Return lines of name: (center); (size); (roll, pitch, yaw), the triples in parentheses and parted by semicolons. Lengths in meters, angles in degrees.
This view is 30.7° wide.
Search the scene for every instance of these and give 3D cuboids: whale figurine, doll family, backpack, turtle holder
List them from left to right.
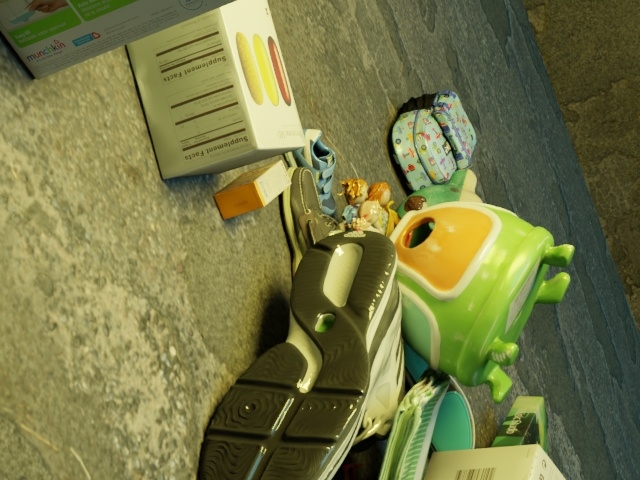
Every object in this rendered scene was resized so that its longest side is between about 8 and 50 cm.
doll family: (0.071, -0.012, 1.739); (0.263, 0.118, 0.163); (-9, 102, -62)
backpack: (0.199, -0.170, 2.091); (0.158, 0.117, 0.173); (63, 29, -21)
whale figurine: (0.192, -0.030, 1.967); (0.272, 0.141, 0.216); (-69, 177, -67)
turtle holder: (0.208, 0.068, 1.624); (0.243, 0.228, 0.320); (-64, 163, 4)

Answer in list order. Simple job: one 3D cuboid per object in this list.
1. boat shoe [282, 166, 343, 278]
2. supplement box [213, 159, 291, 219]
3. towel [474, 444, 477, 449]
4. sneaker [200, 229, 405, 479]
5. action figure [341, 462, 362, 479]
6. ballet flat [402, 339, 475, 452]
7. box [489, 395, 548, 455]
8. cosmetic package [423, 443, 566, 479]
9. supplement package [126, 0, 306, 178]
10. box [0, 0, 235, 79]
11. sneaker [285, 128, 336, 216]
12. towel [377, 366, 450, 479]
boat shoe: (0.000, 0.000, 1.603); (0.080, 0.073, 0.223); (26, 54, -61)
supplement box: (-0.085, -0.065, 1.475); (0.036, 0.062, 0.098); (67, 24, -12)
towel: (0.259, 0.395, 1.978); (0.067, 0.029, 0.119); (-16, 91, -65)
sneaker: (0.020, 0.221, 1.403); (0.447, 0.169, 0.257); (-63, 145, -42)
action figure: (0.052, 0.357, 1.558); (0.038, 0.030, 0.115); (28, 53, -63)
ballet flat: (0.182, 0.236, 1.861); (0.086, 0.086, 0.248); (-37, 108, -65)
box: (0.349, 0.439, 2.052); (0.322, 0.059, 0.232); (-38, 125, -65)
cosmetic package: (0.316, 0.475, 1.757); (0.365, 0.197, 0.155); (51, 44, -28)
supplement package: (-0.130, -0.207, 1.376); (0.139, 0.134, 0.244); (-15, 90, -66)
box: (-0.217, -0.308, 1.097); (0.231, 0.262, 0.126); (57, 29, -32)
sneaker: (-0.004, -0.097, 1.675); (0.053, 0.059, 0.144); (-70, 141, -54)
towel: (0.111, 0.300, 1.531); (0.325, 0.038, 0.247); (-10, 116, -78)
